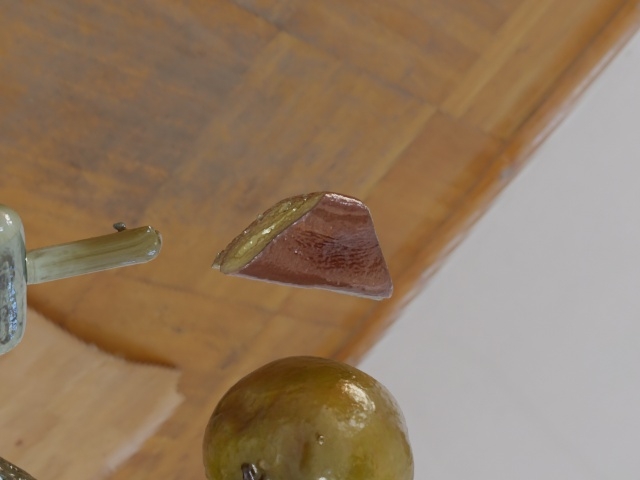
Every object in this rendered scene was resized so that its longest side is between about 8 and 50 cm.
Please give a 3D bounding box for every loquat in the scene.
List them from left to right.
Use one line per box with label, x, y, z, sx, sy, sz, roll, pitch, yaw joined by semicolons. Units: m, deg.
loquat;-0.008;0.221;1.385;0.213;0.213;0.213;-29;147;-21

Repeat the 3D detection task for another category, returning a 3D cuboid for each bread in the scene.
bread;0.000;0.000;1.416;0.192;0.067;0.119;12;115;-26

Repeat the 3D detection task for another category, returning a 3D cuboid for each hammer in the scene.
hammer;-0.336;0.026;1.774;0.305;0.113;0.202;-16;131;-32

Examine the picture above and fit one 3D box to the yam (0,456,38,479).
yam;-0.344;0.264;1.409;0.107;0.194;0.107;-58;175;-9
